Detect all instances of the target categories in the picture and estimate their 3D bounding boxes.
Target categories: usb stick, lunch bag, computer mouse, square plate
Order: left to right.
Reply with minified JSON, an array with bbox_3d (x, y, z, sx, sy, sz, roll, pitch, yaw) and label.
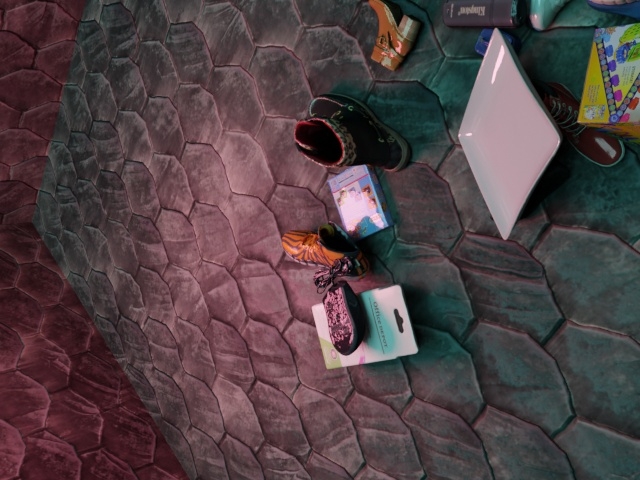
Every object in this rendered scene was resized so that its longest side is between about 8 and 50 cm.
[{"bbox_3d":[0.074,0.193,1.712,0.189,0.072,0.272,-32,62,47],"label":"computer mouse"},{"bbox_3d":[0.385,-0.547,1.431,0.278,0.045,0.077,37,140,58],"label":"usb stick"},{"bbox_3d":[0.427,-0.477,1.455,0.098,0.065,0.067,37,119,32],"label":"lunch bag"},{"bbox_3d":[0.422,-0.234,1.352,0.344,0.049,0.347,96,163,-56],"label":"square plate"}]

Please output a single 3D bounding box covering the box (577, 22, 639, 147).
[{"bbox_3d":[0.675,-0.263,1.060,0.279,0.290,0.176,15,96,53],"label":"box"}]

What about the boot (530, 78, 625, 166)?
[{"bbox_3d":[0.545,-0.255,1.305,0.244,0.176,0.088,54,125,21],"label":"boot"}]

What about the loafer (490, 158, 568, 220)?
[{"bbox_3d":[0.497,-0.123,1.446,0.220,0.080,0.078,-43,43,37],"label":"loafer"}]

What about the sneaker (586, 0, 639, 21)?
[{"bbox_3d":[0.690,-0.509,1.179,0.330,0.147,0.129,8,94,22],"label":"sneaker"}]

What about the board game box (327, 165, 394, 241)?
[{"bbox_3d":[0.119,-0.115,1.804,0.160,0.039,0.211,-26,78,41],"label":"board game box"}]

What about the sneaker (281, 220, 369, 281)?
[{"bbox_3d":[0.000,0.000,1.822,0.321,0.124,0.180,18,152,30],"label":"sneaker"}]

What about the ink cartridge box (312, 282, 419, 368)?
[{"bbox_3d":[0.154,0.250,1.769,0.354,0.119,0.206,-20,82,43],"label":"ink cartridge box"}]

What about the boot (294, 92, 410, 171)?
[{"bbox_3d":[0.039,-0.311,1.681,0.377,0.284,0.138,44,122,28],"label":"boot"}]

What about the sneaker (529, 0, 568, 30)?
[{"bbox_3d":[0.543,-0.574,1.323,0.092,0.088,0.228,37,121,30],"label":"sneaker"}]

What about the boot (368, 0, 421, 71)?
[{"bbox_3d":[0.177,-0.579,1.666,0.197,0.073,0.152,48,129,30],"label":"boot"}]
